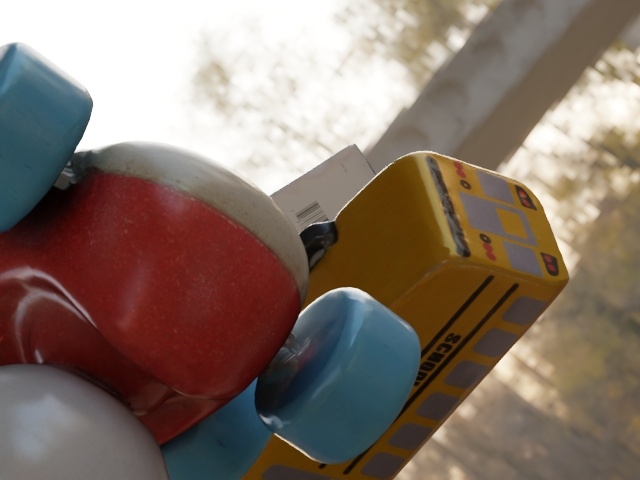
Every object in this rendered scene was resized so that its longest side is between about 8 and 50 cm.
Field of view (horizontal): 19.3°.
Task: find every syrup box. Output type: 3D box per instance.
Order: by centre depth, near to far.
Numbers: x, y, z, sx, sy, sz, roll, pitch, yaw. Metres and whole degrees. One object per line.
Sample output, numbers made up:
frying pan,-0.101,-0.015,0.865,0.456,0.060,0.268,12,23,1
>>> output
syrup box,0.000,0.000,1.576,0.096,0.093,0.237,-33,-3,-11

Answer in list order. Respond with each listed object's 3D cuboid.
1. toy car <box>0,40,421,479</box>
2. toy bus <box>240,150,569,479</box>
toy car,-0.118,0.087,0.775,0.210,0.219,0.238,-24,35,51
toy bus,0.015,0.091,1.283,0.130,0.108,0.332,15,-51,-31
